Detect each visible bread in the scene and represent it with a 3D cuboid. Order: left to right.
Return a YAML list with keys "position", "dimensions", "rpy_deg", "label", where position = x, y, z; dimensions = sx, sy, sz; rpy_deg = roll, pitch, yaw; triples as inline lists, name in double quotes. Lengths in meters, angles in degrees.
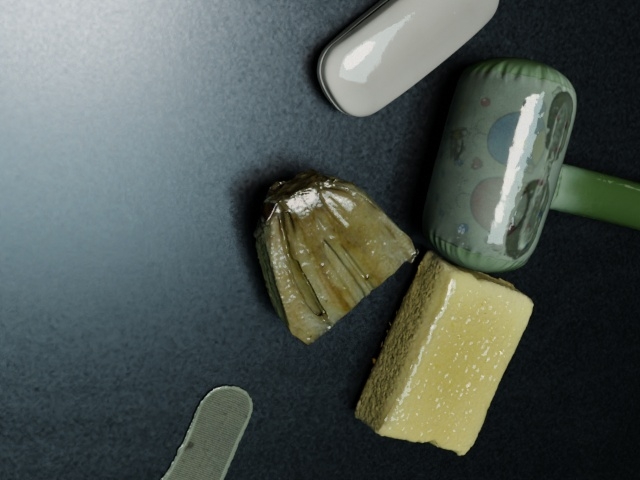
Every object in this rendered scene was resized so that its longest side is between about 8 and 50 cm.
- position: [0.129, 0.117, 0.966]
  dimensions: [0.125, 0.068, 0.188]
  rpy_deg: [20, 95, -28]
  label: "bread"

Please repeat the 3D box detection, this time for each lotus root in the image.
- position: [0.000, -0.002, 0.870]
  dimensions: [0.143, 0.070, 0.144]
  rpy_deg: [-33, 120, -7]
  label: "lotus root"

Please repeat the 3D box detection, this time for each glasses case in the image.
- position: [0.082, -0.191, 0.863]
  dimensions: [0.197, 0.049, 0.076]
  rpy_deg: [-40, 118, -10]
  label: "glasses case"

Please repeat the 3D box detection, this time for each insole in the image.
- position: [-0.131, 0.245, 0.916]
  dimensions: [0.080, 0.003, 0.232]
  rpy_deg: [27, 92, -29]
  label: "insole"

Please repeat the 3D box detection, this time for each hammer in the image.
- position: [0.258, -0.056, 0.961]
  dimensions: [0.335, 0.119, 0.206]
  rpy_deg: [10, 101, -34]
  label: "hammer"
